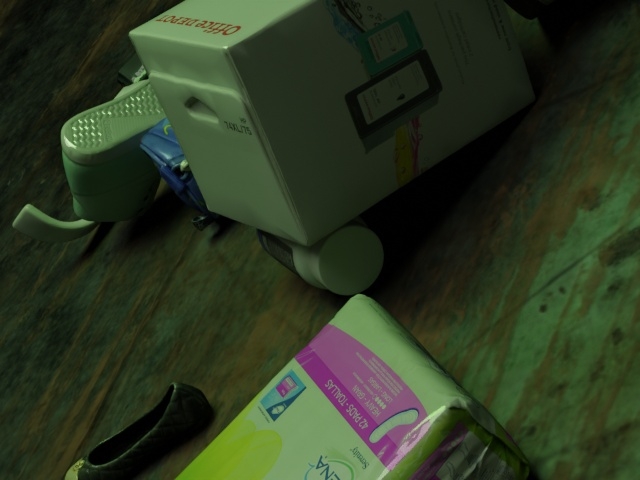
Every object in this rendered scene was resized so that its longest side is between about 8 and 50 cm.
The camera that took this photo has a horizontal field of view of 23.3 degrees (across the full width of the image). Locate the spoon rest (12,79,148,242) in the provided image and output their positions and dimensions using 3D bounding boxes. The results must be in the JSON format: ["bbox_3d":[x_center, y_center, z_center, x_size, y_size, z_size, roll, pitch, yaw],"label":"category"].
[{"bbox_3d":[-0.265,-0.095,1.900,0.276,0.084,0.137,-56,9,-35],"label":"spoon rest"}]

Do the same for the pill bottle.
[{"bbox_3d":[0.000,0.000,1.425,0.078,0.078,0.137,-48,29,-4],"label":"pill bottle"}]

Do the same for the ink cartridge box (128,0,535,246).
[{"bbox_3d":[0.010,-0.157,1.401,0.270,0.197,0.198,-33,26,-21],"label":"ink cartridge box"}]

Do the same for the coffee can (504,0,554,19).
[{"bbox_3d":[0.251,-0.364,1.431,0.275,0.201,0.201,-34,31,20],"label":"coffee can"}]

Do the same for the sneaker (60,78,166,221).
[{"bbox_3d":[-0.182,-0.110,1.789,0.256,0.151,0.094,-23,57,-24],"label":"sneaker"}]

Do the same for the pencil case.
[{"bbox_3d":[-0.059,-0.157,1.657,0.306,0.119,0.133,-44,4,4],"label":"pencil case"}]

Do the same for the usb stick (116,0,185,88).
[{"bbox_3d":[-0.162,-0.300,2.057,0.278,0.045,0.077,-47,28,-4],"label":"usb stick"}]

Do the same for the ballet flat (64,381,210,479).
[{"bbox_3d":[-0.178,0.183,1.455,0.173,0.049,0.057,-35,30,19],"label":"ballet flat"}]

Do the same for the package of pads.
[{"bbox_3d":[-0.007,0.204,1.152,0.296,0.101,0.229,-46,27,1],"label":"package of pads"}]
